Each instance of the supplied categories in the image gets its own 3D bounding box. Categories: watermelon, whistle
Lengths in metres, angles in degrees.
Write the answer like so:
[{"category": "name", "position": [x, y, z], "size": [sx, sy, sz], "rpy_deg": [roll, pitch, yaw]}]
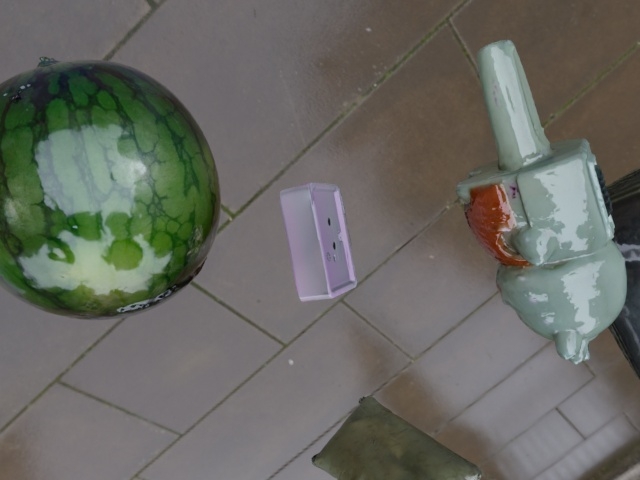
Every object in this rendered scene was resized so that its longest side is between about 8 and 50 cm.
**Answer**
[{"category": "watermelon", "position": [-0.312, -0.068, 0.744], "size": [0.364, 0.363, 0.362], "rpy_deg": [-11, 126, -15]}, {"category": "whistle", "position": [0.162, -0.021, 0.399], "size": [0.106, 0.101, 0.253], "rpy_deg": [-20, 103, 4]}]

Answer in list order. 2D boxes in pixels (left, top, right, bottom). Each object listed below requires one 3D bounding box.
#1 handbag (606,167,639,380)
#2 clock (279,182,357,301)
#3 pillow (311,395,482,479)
[{"category": "handbag", "position": [0.526, 0.035, 0.721], "size": [0.240, 0.340, 0.247], "rpy_deg": [-25, 175, -39]}, {"category": "clock", "position": [0.000, 0.000, 0.960], "size": [0.063, 0.150, 0.197], "rpy_deg": [-10, 90, 22]}, {"category": "pillow", "position": [0.127, 0.419, 1.007], "size": [0.185, 0.303, 0.074], "rpy_deg": [-43, 125, -20]}]
